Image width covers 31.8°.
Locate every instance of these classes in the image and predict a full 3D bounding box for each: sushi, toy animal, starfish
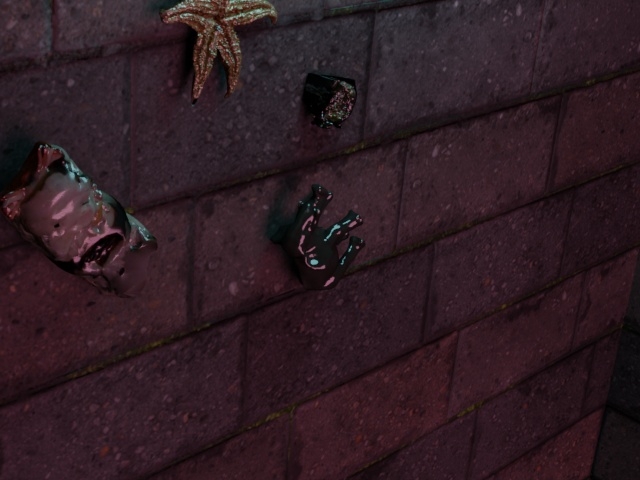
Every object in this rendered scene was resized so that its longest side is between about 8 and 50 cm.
[{"bbox_3d":[0.017,-0.229,1.854,0.083,0.056,0.085,-10,117,-53],"label":"sushi"},{"bbox_3d":[-0.325,-0.018,1.529,0.124,0.130,0.332,-54,141,-11],"label":"sushi"},{"bbox_3d":[0.003,0.001,1.917,0.146,0.114,0.245,-48,139,-19],"label":"toy animal"},{"bbox_3d":[-0.148,-0.312,1.630,0.240,0.043,0.227,-18,126,-45],"label":"starfish"}]
